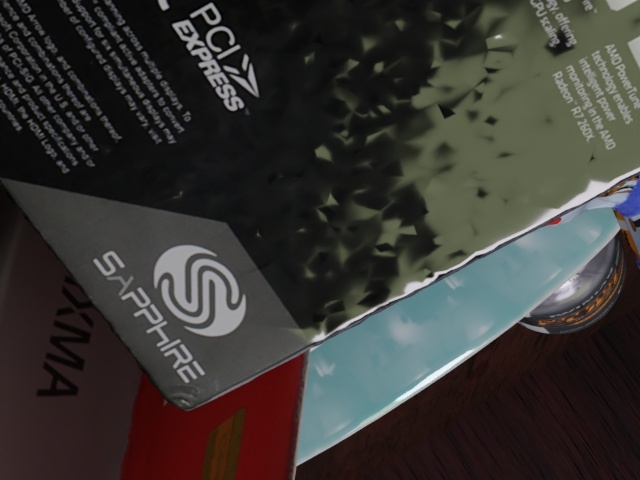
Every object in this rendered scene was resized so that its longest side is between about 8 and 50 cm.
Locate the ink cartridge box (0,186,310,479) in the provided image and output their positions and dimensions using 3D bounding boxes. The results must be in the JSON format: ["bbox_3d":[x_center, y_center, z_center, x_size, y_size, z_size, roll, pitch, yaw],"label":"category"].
[{"bbox_3d":[-0.080,0.019,0.574,0.066,0.296,0.261,21,144,-19],"label":"ink cartridge box"}]

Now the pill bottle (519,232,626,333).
[{"bbox_3d":[0.192,0.007,1.410,0.130,0.130,0.246,-35,165,7],"label":"pill bottle"}]

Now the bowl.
[{"bbox_3d":[0.000,0.000,0.900,0.312,0.163,0.311,-31,166,-8],"label":"bowl"}]

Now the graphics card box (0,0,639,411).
[{"bbox_3d":[0.064,-0.141,0.365,0.371,0.232,0.094,-30,-150,8],"label":"graphics card box"}]

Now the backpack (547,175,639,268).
[{"bbox_3d":[0.153,-0.138,0.643,0.213,0.276,0.263,-13,156,-21],"label":"backpack"}]
